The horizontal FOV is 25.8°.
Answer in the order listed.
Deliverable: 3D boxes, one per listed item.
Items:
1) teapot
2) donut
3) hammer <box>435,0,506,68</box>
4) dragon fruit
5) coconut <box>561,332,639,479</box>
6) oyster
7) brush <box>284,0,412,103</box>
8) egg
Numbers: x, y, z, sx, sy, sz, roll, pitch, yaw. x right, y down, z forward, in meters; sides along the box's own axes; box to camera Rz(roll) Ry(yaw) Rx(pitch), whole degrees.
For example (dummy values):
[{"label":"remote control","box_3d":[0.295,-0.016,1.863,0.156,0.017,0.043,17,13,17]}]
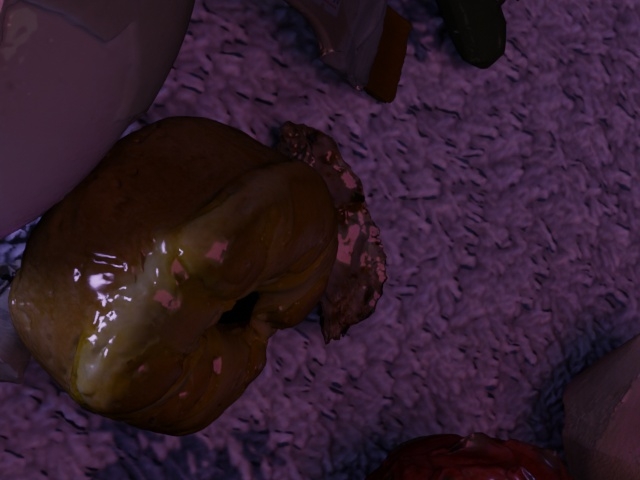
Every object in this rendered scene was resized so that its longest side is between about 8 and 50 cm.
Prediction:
[{"label":"teapot","box_3d":[-0.208,0.048,0.945,0.067,0.057,0.083,51,60,-34]},{"label":"donut","box_3d":[-0.087,0.021,0.913,0.208,0.128,0.261,-49,166,-6]},{"label":"hammer","box_3d":[0.084,-0.273,1.090,0.206,0.119,0.335,-43,126,-22]},{"label":"dragon fruit","box_3d":[0.123,0.271,1.117,0.252,0.241,0.241,42,71,-42]},{"label":"coconut","box_3d":[0.327,0.192,1.267,0.233,0.233,0.245,-17,107,-34]},{"label":"oyster","box_3d":[-0.001,-0.008,1.089,0.105,0.056,0.177,-40,119,-39]},{"label":"brush","box_3d":[-0.008,-0.178,0.995,0.336,0.020,0.085,24,81,-62]},{"label":"egg","box_3d":[-0.204,-0.155,0.776,0.278,0.278,0.336,10,90,-37]}]
